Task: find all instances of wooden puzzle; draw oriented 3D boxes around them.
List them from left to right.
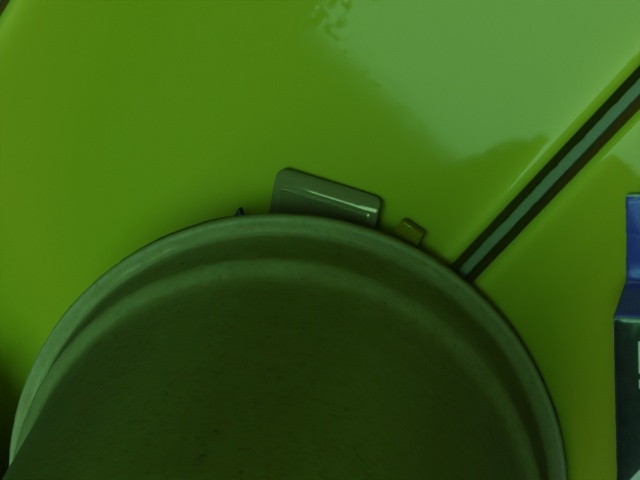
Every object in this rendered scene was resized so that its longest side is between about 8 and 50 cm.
[{"bbox_3d":[0.000,0.000,0.712,0.116,0.014,0.079,25,109,15],"label":"wooden puzzle"}]

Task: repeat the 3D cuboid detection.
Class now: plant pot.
[{"bbox_3d":[-0.038,0.172,0.563,0.333,0.305,0.334,1,99,6],"label":"plant pot"}]

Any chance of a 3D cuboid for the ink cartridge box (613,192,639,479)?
[{"bbox_3d":[0.256,0.081,0.607,0.206,0.045,0.208,1,104,24],"label":"ink cartridge box"}]
